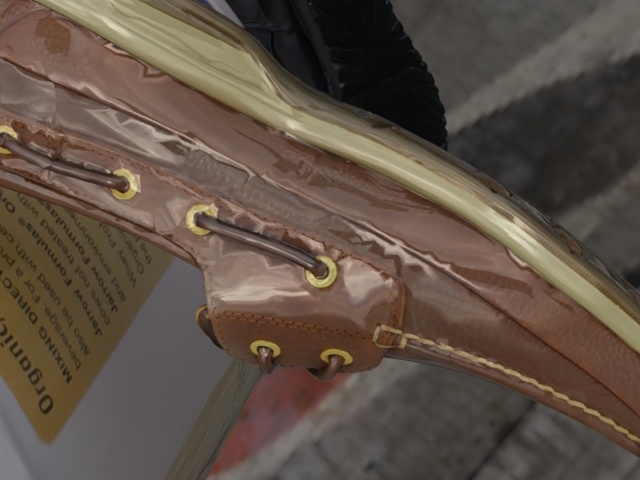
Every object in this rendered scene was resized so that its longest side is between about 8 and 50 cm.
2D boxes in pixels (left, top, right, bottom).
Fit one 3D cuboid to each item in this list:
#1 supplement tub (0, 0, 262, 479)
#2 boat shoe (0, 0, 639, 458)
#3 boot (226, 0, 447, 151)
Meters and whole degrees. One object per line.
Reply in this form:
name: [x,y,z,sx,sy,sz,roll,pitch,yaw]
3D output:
supplement tub: [-0.146,0.042,0.523,0.228,0.228,0.316,-38,11,28]
boat shoe: [0.000,0.000,0.418,0.060,0.178,0.064,-59,0,4]
boot: [-0.008,-0.069,0.747,0.045,0.121,0.099,-35,25,-25]
